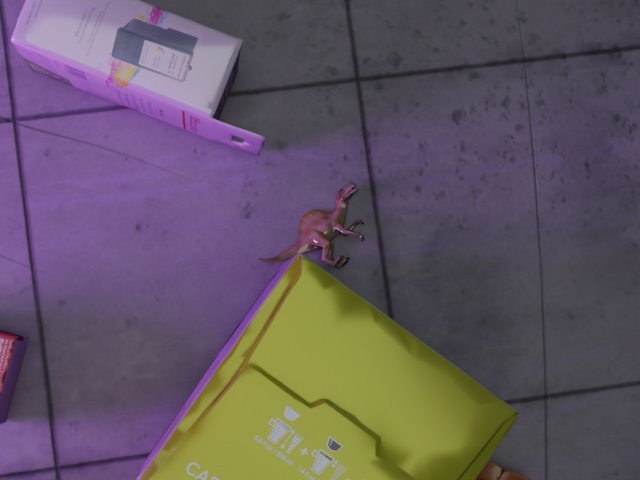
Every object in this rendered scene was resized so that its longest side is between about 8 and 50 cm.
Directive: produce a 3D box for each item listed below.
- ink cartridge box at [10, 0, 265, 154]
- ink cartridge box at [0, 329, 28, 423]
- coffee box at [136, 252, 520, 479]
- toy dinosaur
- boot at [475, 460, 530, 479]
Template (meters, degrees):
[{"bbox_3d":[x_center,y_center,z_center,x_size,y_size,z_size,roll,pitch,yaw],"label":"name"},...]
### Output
[{"bbox_3d":[-0.224,-0.240,1.671,0.353,0.207,0.119,21,85,-5],"label":"ink cartridge box"},{"bbox_3d":[-0.503,0.168,1.650,0.176,0.128,0.127,14,84,-5],"label":"ink cartridge box"},{"bbox_3d":[-0.003,0.255,1.590,0.337,0.334,0.338,36,83,-2],"label":"coffee box"},{"bbox_3d":[0.000,0.000,1.763,0.183,0.053,0.092,-42,75,-15],"label":"toy dinosaur"},{"bbox_3d":[0.266,0.408,1.740,0.197,0.073,0.152,29,79,-5],"label":"boot"}]
